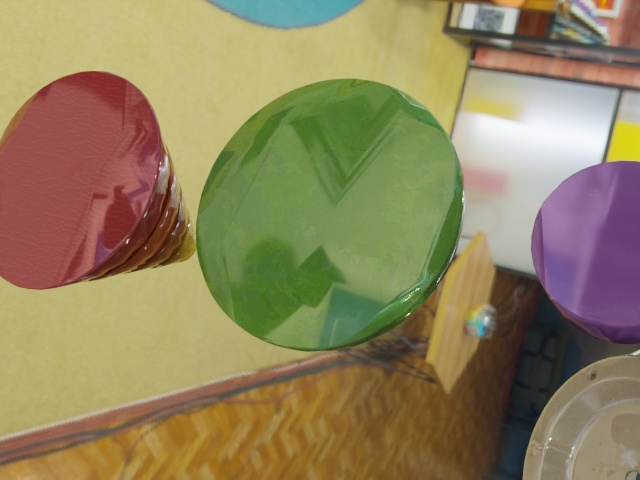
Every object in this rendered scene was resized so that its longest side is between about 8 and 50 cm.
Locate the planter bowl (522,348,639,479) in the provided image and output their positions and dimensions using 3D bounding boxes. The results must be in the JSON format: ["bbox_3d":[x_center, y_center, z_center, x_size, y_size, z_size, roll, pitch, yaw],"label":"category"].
[{"bbox_3d":[0.154,0.107,0.341,0.109,0.162,0.162,21,83,-25],"label":"planter bowl"}]

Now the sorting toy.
[{"bbox_3d":[0.000,0.000,0.429,0.126,0.366,0.127,39,62,-61],"label":"sorting toy"}]
